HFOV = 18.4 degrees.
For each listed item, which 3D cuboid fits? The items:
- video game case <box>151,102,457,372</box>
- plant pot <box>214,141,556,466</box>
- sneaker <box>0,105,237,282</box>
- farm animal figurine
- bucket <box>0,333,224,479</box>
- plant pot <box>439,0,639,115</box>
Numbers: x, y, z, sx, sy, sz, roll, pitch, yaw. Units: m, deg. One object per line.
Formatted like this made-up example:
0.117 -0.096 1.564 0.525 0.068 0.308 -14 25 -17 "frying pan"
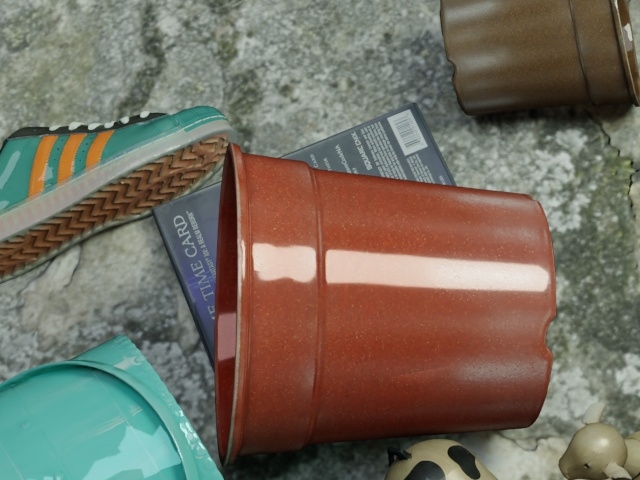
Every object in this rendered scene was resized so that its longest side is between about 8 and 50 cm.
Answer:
0.000 0.000 1.843 0.274 0.026 0.196 -22 61 -2 "video game case"
0.050 0.057 1.671 0.265 0.272 0.272 2 61 -7 "plant pot"
-0.232 -0.071 1.872 0.302 0.108 0.121 -25 65 -3 "sneaker"
0.185 0.248 1.595 0.327 0.172 0.330 21 68 19 "farm animal figurine"
-0.180 0.223 1.623 0.183 0.281 0.281 -32 62 -12 "bucket"
0.204 -0.192 1.841 0.165 0.167 0.167 -10 61 12 "plant pot"
